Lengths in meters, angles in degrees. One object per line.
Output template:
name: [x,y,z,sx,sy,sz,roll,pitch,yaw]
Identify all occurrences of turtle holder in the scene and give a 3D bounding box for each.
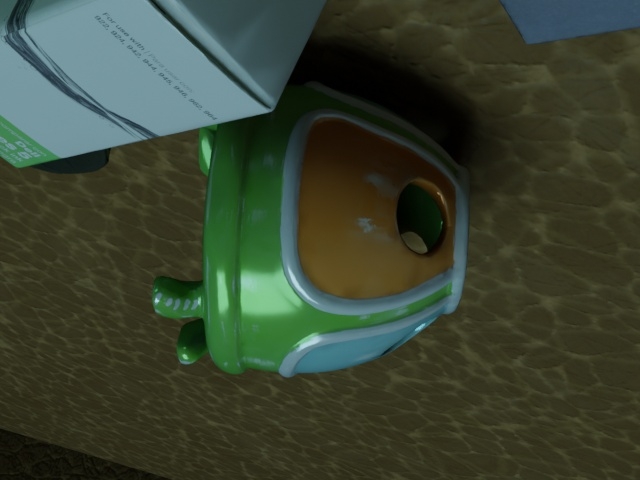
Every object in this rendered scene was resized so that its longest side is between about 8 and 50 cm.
turtle holder: [-0.001,0.012,0.893,0.228,0.243,0.320,3,143,1]

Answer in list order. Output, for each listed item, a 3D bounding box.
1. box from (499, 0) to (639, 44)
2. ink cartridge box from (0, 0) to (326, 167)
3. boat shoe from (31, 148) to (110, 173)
box: [0.175,-0.198,0.450,0.247,0.142,0.163,-2,145,41]
ink cartridge box: [-0.118,-0.168,0.680,0.273,0.198,0.115,-4,144,44]
boat shoe: [-0.251,-0.179,0.863,0.123,0.119,0.324,0,148,17]
